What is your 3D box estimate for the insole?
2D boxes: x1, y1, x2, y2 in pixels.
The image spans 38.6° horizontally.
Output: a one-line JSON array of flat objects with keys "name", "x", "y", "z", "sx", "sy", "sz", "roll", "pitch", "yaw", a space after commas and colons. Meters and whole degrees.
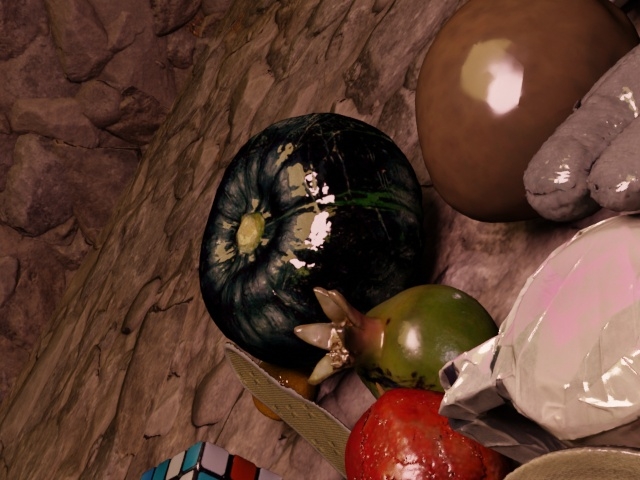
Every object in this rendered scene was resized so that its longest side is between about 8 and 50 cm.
[{"name": "insole", "x": -0.020, "y": 0.198, "z": 1.013, "sx": 0.007, "sy": 0.109, "sz": 0.322, "roll": -32, "pitch": 37, "yaw": -25}]

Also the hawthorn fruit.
[{"name": "hawthorn fruit", "x": 0.086, "y": 0.194, "z": 0.787, "sx": 0.148, "sy": 0.148, "sz": 0.172, "roll": -51, "pitch": 51, "yaw": 17}]

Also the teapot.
[{"name": "teapot", "x": 0.214, "y": 0.110, "z": 0.630, "sx": 0.221, "sy": 0.178, "sz": 0.163, "roll": -46, "pitch": 26, "yaw": 13}]

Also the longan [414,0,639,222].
[{"name": "longan", "x": 0.198, "y": -0.135, "z": 0.904, "sx": 0.248, "sy": 0.248, "sz": 0.248, "roll": -44, "pitch": 28, "yaw": 30}]

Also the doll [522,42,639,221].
[{"name": "doll", "x": 0.308, "y": -0.107, "z": 0.693, "sx": 0.340, "sy": 0.158, "sz": 0.246, "roll": -47, "pitch": 18, "yaw": -20}]

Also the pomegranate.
[{"name": "pomegranate", "x": 0.077, "y": 0.106, "z": 0.880, "sx": 0.152, "sy": 0.191, "sz": 0.131, "roll": -31, "pitch": 50, "yaw": 50}]

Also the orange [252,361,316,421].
[{"name": "orange", "x": -0.047, "y": 0.183, "z": 1.162, "sx": 0.085, "sy": 0.085, "sz": 0.095, "roll": -50, "pitch": 18, "yaw": 18}]

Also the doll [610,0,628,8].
[{"name": "doll", "x": 0.296, "y": -0.317, "z": 1.031, "sx": 0.161, "sy": 0.129, "sz": 0.290, "roll": -61, "pitch": 18, "yaw": 1}]

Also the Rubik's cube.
[{"name": "Rubik's cube", "x": -0.126, "y": 0.340, "z": 1.037, "sx": 0.154, "sy": 0.155, "sz": 0.151, "roll": -35, "pitch": 33, "yaw": 41}]

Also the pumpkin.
[{"name": "pumpkin", "x": 0.000, "y": 0.000, "z": 1.112, "sx": 0.315, "sy": 0.238, "sz": 0.315, "roll": -25, "pitch": 59, "yaw": 51}]

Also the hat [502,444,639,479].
[{"name": "hat", "x": 0.221, "y": 0.214, "z": 0.544, "sx": 0.110, "sy": 0.252, "sz": 0.252, "roll": -23, "pitch": -7, "yaw": -45}]
